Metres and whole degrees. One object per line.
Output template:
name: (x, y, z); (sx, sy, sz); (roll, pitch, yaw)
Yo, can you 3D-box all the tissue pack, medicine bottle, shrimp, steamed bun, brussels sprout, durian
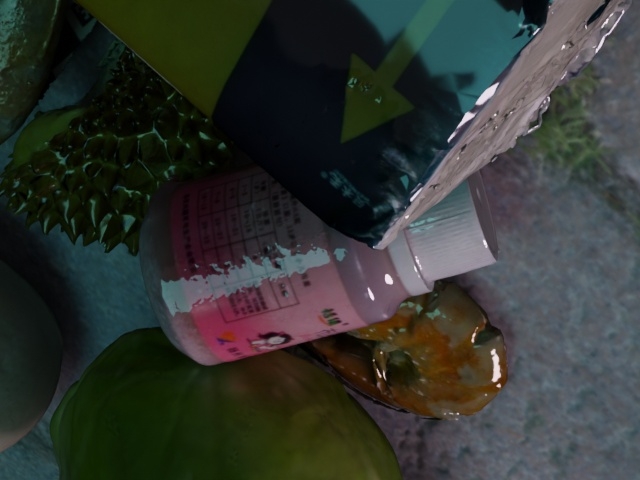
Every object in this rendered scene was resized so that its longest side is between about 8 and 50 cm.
tissue pack: (-0.010, -0.227, 0.938); (0.416, 0.264, 0.253); (40, 127, 9)
medicine bottle: (0.000, 0.000, 1.103); (0.247, 0.147, 0.147); (-15, 108, 13)
shrimp: (-0.265, -0.215, 1.198); (0.168, 0.077, 0.317); (37, 117, 24)
steamed bun: (-0.397, 0.114, 1.431); (0.283, 0.177, 0.283); (15, 140, 13)
brussels sprout: (-0.077, 0.219, 1.262); (0.344, 0.268, 0.344); (30, 126, 52)
shrimp: (0.015, 0.062, 1.225); (0.294, 0.062, 0.154); (24, 133, 22)
durian: (-0.159, -0.083, 1.228); (0.172, 0.166, 0.306); (17, 150, -18)

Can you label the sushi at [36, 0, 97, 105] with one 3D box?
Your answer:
sushi: (-0.244, -0.234, 1.248); (0.193, 0.040, 0.210); (50, 119, 9)
